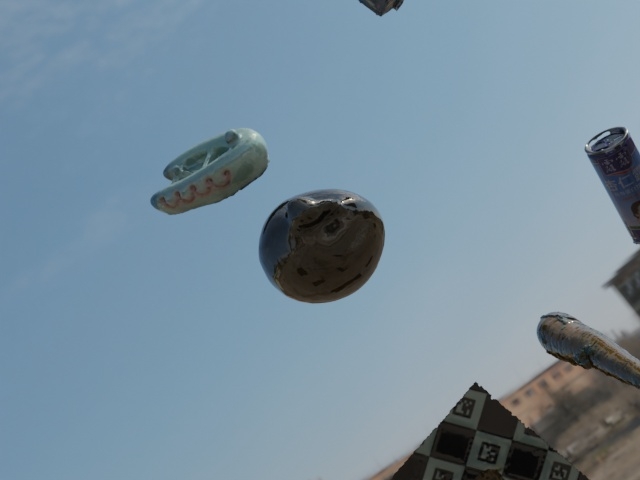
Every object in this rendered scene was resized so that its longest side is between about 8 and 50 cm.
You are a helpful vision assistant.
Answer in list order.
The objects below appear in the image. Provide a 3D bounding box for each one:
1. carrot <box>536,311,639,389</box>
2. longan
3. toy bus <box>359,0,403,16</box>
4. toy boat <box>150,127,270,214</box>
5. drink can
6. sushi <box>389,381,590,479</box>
[{"bbox_3d":[0.270,0.110,1.020,0.049,0.049,0.254,-34,13,-6],"label":"carrot"},{"bbox_3d":[0.000,0.000,1.494,0.185,0.159,0.204,-27,-33,2],"label":"longan"},{"bbox_3d":[0.116,-0.361,1.425,0.166,0.047,0.065,-44,-13,-36],"label":"toy bus"},{"bbox_3d":[-0.176,-0.117,1.640,0.208,0.079,0.134,-17,33,28],"label":"toy boat"},{"bbox_3d":[0.625,-0.109,2.137,0.097,0.235,0.097,-29,20,12],"label":"drink can"},{"bbox_3d":[0.245,0.404,1.621,0.292,0.294,0.059,-46,6,-1],"label":"sushi"}]
